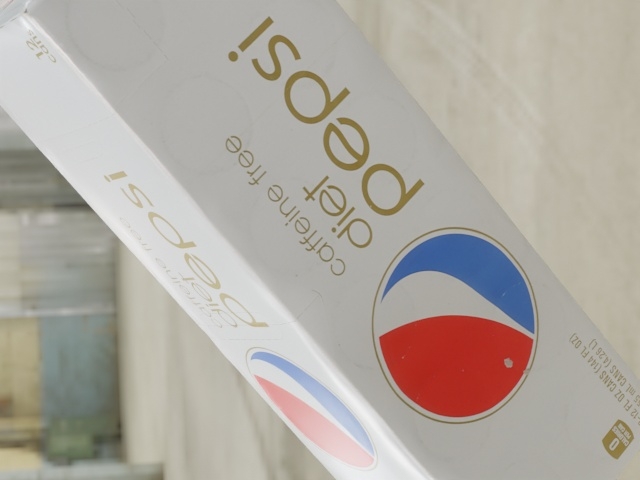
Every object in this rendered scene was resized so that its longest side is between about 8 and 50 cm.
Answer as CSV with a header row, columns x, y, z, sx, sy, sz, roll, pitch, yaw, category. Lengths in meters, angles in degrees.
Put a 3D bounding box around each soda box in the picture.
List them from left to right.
x,y,z,sx,sy,sz,roll,pitch,yaw,category
0.000,0.000,0.469,0.216,0.074,0.069,49,157,-15,soda box
